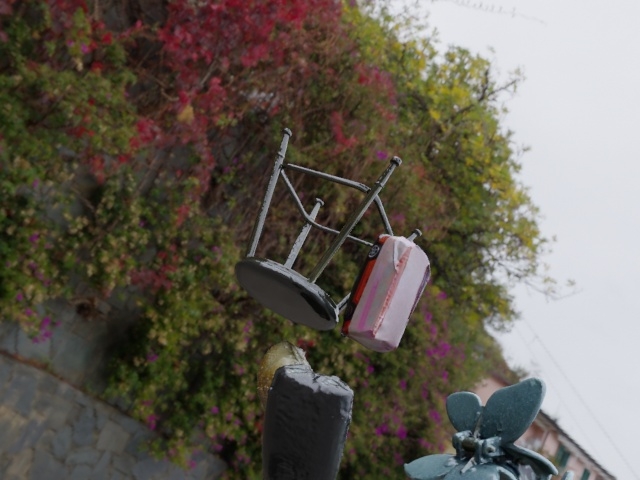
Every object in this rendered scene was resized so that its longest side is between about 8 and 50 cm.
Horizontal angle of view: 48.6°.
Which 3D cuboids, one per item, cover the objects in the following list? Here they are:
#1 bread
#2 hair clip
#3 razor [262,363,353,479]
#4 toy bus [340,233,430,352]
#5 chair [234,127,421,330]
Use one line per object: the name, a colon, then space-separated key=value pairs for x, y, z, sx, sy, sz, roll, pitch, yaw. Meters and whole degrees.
bread: x=-0.063 y=0.405 z=1.806 sx=0.305 sy=0.159 sz=0.305 roll=62 pitch=-2 yaw=3
hair clip: x=0.424 y=0.561 z=1.764 sx=0.238 sy=0.392 sz=0.318 roll=47 pitch=-29 yaw=-20
razor: x=-0.035 y=0.434 z=1.510 sx=0.189 sy=0.326 sz=0.107 roll=13 pitch=18 yaw=20
toy bus: x=0.168 y=0.132 z=1.801 sx=0.127 sy=0.302 sz=0.147 roll=37 pitch=-20 yaw=-34
chair: x=0.000 y=0.000 z=1.909 sx=0.365 sy=0.410 sz=0.362 roll=18 pitch=-25 yaw=27
